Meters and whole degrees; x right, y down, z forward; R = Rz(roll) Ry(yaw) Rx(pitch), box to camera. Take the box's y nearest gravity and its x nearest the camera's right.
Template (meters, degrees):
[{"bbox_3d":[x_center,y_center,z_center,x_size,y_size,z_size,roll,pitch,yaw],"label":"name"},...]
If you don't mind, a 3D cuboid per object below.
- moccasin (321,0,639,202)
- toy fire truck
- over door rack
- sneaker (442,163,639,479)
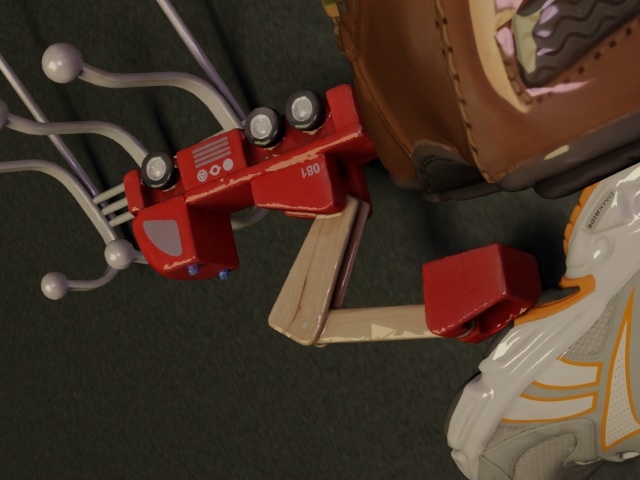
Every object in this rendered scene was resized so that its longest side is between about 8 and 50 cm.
[{"bbox_3d":[0.051,-0.091,0.553,0.147,0.139,0.380,65,-172,-1],"label":"moccasin"},{"bbox_3d":[0.000,0.000,0.830,0.192,0.047,0.135,-20,74,25],"label":"toy fire truck"},{"bbox_3d":[-0.173,-0.128,1.005,0.239,0.108,0.324,-20,95,58],"label":"over door rack"},{"bbox_3d":[0.138,0.057,0.693,0.121,0.099,0.262,46,146,19],"label":"sneaker"}]
